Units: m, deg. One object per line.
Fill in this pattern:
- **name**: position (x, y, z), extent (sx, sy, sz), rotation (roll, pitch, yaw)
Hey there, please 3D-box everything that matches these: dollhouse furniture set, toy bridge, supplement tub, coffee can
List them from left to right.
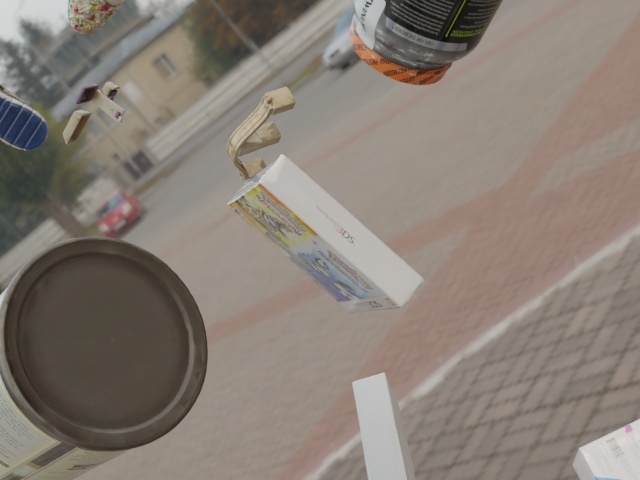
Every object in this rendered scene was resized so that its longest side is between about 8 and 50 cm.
- **coffee can**: position (-0.263, 0.137, 1.110), extent (0.201, 0.201, 0.275), rotation (-48, 9, -38)
- **dollhouse furniture set**: position (-0.379, -0.202, 1.906), extent (0.114, 0.081, 0.091), rotation (-56, -10, 24)
- **toy bridge**: position (-0.080, -0.123, 1.342), extent (0.063, 0.026, 0.188), rotation (-21, -18, -22)
- **supplement tub**: position (0.163, -0.372, 1.452), extent (0.193, 0.193, 0.316), rotation (-52, -8, -49)

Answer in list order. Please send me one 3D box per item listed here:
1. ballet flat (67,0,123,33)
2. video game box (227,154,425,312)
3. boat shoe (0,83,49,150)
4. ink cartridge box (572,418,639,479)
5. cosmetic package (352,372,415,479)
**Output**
- **ballet flat**: position (-0.246, -0.367, 1.373), extent (0.091, 0.077, 0.241), rotation (6, -76, -64)
- **video game box**: position (0.000, 0.000, 1.234), extent (0.048, 0.205, 0.187), rotation (-51, 8, -16)
- **boat shoe**: position (-0.406, -0.166, 1.302), extent (0.066, 0.183, 0.066), rotation (-53, 14, -1)
- **ink cartridge box**: position (0.418, 0.293, 1.445), extent (0.143, 0.092, 0.090), rotation (-23, -26, -5)
- **cosmetic package**: position (0.101, 0.325, 1.666), extent (0.060, 0.099, 0.239), rotation (-19, 41, 8)
